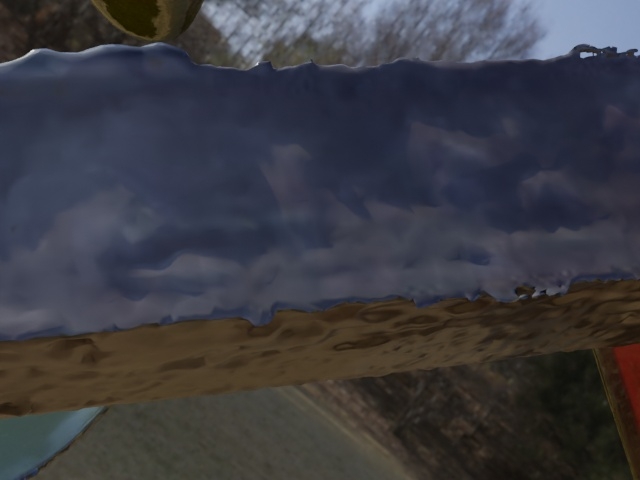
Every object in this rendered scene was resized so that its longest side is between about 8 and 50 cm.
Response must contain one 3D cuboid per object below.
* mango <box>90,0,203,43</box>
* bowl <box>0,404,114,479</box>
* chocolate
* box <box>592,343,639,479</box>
[{"bbox_3d":[-0.088,-0.224,0.666,0.146,0.129,0.289,17,-23,-33],"label":"mango"},{"bbox_3d":[-0.313,0.049,0.913,0.185,0.354,0.354,35,-6,27],"label":"bowl"},{"bbox_3d":[0.000,0.000,0.399,0.112,0.321,0.112,115,-34,-60],"label":"chocolate"},{"bbox_3d":[0.234,0.070,0.641,0.153,0.074,0.240,17,49,-37],"label":"box"}]
